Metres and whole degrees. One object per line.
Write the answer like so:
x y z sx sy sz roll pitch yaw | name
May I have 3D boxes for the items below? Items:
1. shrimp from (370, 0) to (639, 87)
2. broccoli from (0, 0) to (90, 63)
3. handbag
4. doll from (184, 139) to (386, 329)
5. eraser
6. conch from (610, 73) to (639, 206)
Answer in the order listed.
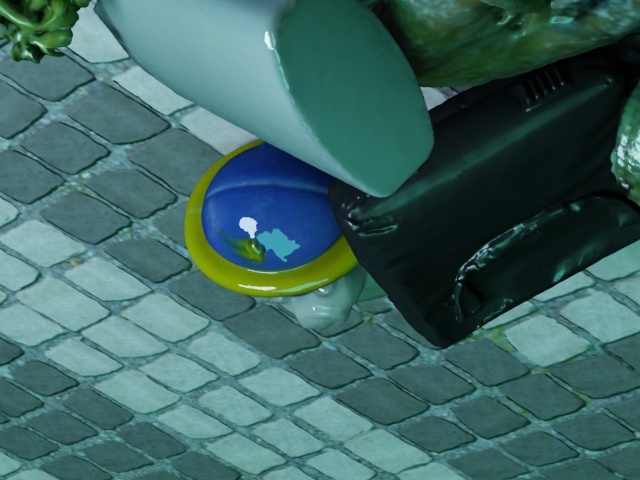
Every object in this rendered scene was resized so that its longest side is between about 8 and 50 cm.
0.204 -0.220 1.376 0.221 0.110 0.446 2 156 -42 | shrimp
-0.335 -0.214 1.494 0.288 0.245 0.248 -16 128 31 | broccoli
0.161 -0.038 1.638 0.275 0.088 0.244 -31 137 6 | handbag
0.023 0.008 1.773 0.311 0.159 0.242 -1 143 16 | doll
-0.053 -0.150 1.484 0.290 0.104 0.189 30 157 51 | eraser
0.328 -0.060 1.570 0.122 0.176 0.188 -18 175 33 | conch
